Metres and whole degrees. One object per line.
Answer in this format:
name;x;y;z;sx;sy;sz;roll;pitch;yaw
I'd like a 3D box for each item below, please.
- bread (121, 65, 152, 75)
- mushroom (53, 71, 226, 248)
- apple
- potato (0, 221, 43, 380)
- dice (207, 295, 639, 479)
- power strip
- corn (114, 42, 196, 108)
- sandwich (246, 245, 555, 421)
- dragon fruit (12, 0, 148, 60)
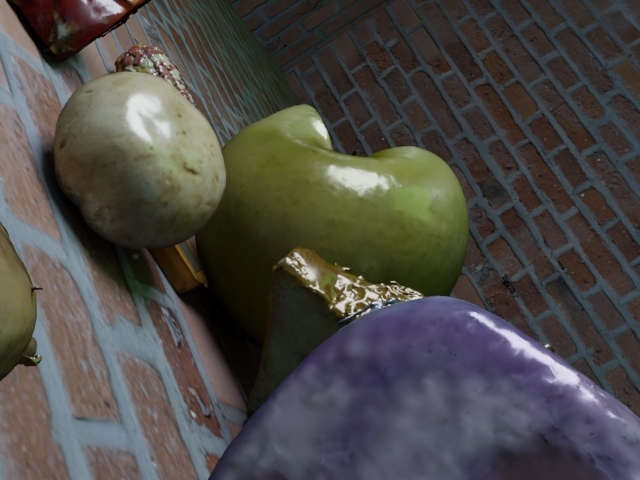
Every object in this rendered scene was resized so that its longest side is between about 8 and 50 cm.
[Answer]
bread;-0.208;-0.151;1.040;0.070;0.077;0.083;48;6;11
mushroom;-0.166;-0.069;0.813;0.166;0.127;0.166;34;37;-31
apple;-0.005;0.008;0.979;0.295;0.257;0.233;26;29;21
potato;-0.209;0.000;0.314;0.161;0.128;0.235;45;4;32
dice;0.098;0.218;0.571;0.271;0.270;0.270;38;-7;43
power strip;-0.172;-0.022;0.922;0.178;0.028;0.049;59;8;-2
corn;-0.186;-0.143;1.150;0.237;0.080;0.079;63;8;8
sandwich;0.058;0.143;0.828;0.251;0.226;0.087;24;40;14
dragon fruit;-0.254;-0.284;0.981;0.120;0.161;0.127;58;-3;-19
